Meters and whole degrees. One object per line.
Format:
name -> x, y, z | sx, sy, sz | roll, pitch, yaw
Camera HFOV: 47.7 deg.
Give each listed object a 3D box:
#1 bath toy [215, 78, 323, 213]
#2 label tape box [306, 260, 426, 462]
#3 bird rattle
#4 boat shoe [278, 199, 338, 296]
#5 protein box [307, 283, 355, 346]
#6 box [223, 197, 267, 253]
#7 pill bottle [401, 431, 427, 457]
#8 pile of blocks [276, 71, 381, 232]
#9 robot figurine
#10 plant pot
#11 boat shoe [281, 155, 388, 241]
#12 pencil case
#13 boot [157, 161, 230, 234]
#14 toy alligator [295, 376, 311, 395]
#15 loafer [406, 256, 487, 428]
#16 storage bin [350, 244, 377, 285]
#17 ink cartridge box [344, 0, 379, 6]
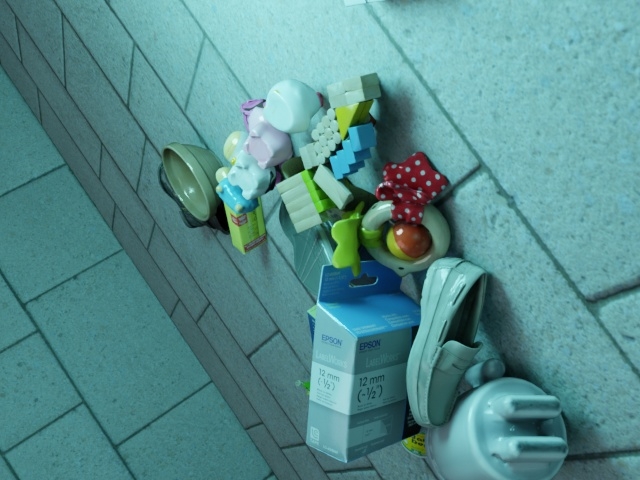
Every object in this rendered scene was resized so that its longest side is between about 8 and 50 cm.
bath toy -> -0.106, -0.205, 1.477 | 0.151, 0.129, 0.348 | 51, 137, 8
label tape box -> 0.107, 0.218, 1.390 | 0.115, 0.249, 0.347 | 14, 102, 43
bird rattle -> 0.145, -0.032, 1.317 | 0.207, 0.143, 0.253 | 39, 121, -20
boat shoe -> -0.001, 0.001, 1.525 | 0.118, 0.103, 0.320 | -68, 29, 28
protein box -> 0.089, 0.253, 1.733 | 0.200, 0.136, 0.201 | 38, 149, 37
box -> -0.206, -0.074, 1.954 | 0.058, 0.087, 0.232 | 39, 149, 34
pill bottle -> 0.240, 0.395, 1.646 | 0.118, 0.118, 0.208 | 39, 149, 35
pile of blocks -> 0.049, -0.155, 1.321 | 0.149, 0.113, 0.362 | 51, 138, 18
robot figurine -> 0.323, 0.378, 1.371 | 0.353, 0.200, 0.299 | 125, 151, -64
plant pot -> -0.340, -0.181, 2.045 | 0.237, 0.110, 0.237 | 42, 150, 31
boat shoe -> 0.023, -0.082, 1.501 | 0.285, 0.105, 0.089 | 39, 147, 34
pencil case -> -0.124, -0.222, 1.632 | 0.098, 0.095, 0.209 | -118, 15, -51
boot -> -0.376, -0.137, 2.217 | 0.229, 0.091, 0.262 | 2, 125, 55
toy alligator -> -0.019, 0.464, 2.288 | 0.051, 0.056, 0.190 | 22, 166, -23
loafer -> 0.231, 0.191, 1.302 | 0.111, 0.112, 0.319 | 15, 102, 49
storage bin -> 0.081, 0.047, 1.578 | 0.091, 0.098, 0.135 | 35, 161, -20
ink cartridge box -> 0.083, -0.408, 1.056 | 0.150, 0.063, 0.109 | 16, 133, 55
